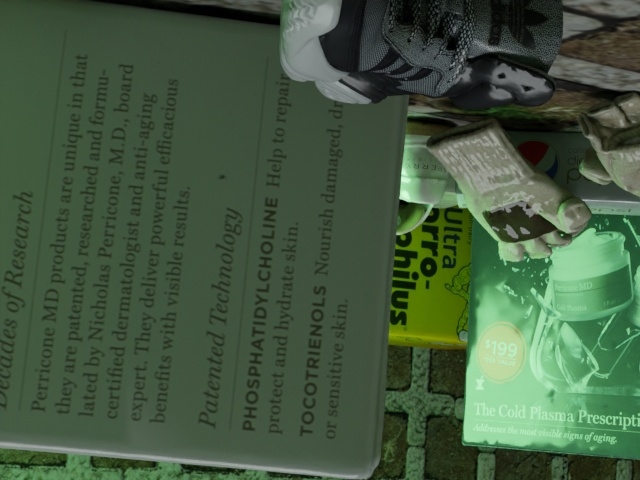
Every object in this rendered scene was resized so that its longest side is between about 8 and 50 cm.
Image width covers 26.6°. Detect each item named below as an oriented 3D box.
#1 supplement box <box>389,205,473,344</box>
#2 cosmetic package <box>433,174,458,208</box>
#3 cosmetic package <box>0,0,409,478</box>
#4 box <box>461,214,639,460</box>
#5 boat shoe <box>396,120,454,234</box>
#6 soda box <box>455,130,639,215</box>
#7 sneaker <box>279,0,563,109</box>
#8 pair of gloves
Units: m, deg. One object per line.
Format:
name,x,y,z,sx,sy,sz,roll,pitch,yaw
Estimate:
supplement box,0.065,0.024,1.655,0.356,0.194,0.195,7,173,-26
cosmetic package,0.138,-0.064,1.513,0.060,0.041,0.115,7,172,-21
cosmetic package,-0.162,0.007,1.094,0.393,0.328,0.329,6,173,-8
box,0.342,0.078,1.456,0.343,0.313,0.179,-3,170,42
boat shoe,0.073,-0.054,1.408,0.098,0.096,0.277,4,173,-6
soda box,0.242,-0.066,1.329,0.216,0.069,0.074,2,172,9
sneaker,0.063,-0.134,0.775,0.153,0.101,0.268,2,179,7
pair of gloves,0.239,-0.051,1.224,0.240,0.042,0.204,-9,147,26
